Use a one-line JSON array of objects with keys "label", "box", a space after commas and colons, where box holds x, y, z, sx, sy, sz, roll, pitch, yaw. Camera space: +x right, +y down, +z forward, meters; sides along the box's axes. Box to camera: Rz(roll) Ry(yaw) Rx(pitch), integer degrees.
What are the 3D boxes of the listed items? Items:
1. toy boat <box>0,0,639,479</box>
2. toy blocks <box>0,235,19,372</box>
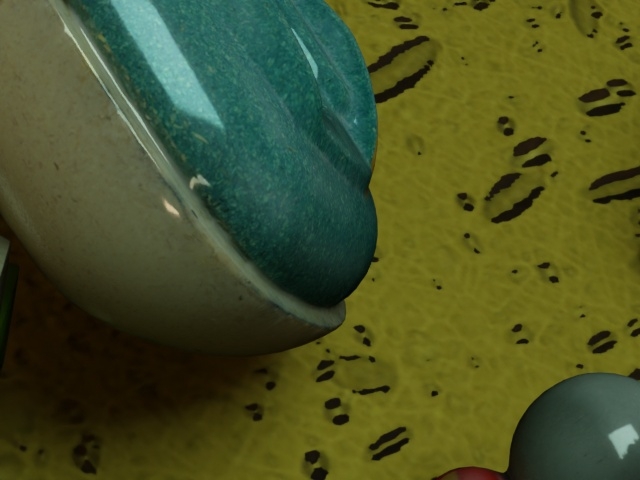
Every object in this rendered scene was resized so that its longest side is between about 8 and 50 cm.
[{"label": "toy boat", "box": [0.000, 0.000, 0.573, 0.318, 0.148, 0.267, 56, 7, 0]}, {"label": "toy blocks", "box": [-0.238, 0.091, 0.384, 0.261, 0.191, 0.381, 12, 34, -7]}]
